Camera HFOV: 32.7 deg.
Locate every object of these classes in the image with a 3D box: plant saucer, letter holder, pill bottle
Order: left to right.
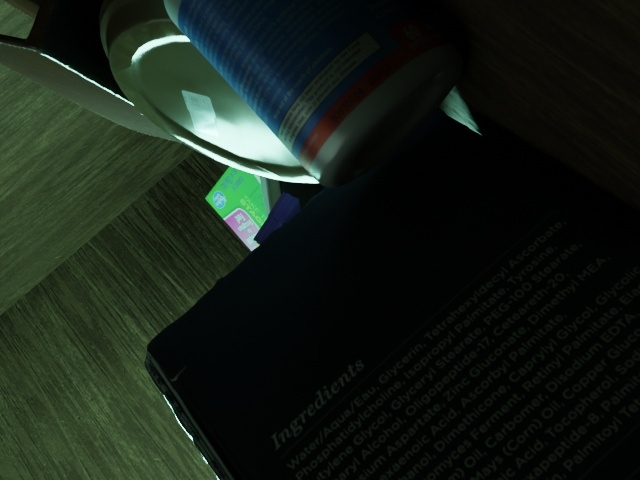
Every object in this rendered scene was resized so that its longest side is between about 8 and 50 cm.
[{"bbox_3d":[-0.238,-0.217,1.071,0.214,0.152,0.302,13,174,26],"label":"letter holder"},{"bbox_3d":[-0.059,-0.124,0.909,0.278,0.041,0.278,17,159,7],"label":"plant saucer"},{"bbox_3d":[-0.023,-0.152,0.707,0.221,0.124,0.124,48,175,9],"label":"pill bottle"}]

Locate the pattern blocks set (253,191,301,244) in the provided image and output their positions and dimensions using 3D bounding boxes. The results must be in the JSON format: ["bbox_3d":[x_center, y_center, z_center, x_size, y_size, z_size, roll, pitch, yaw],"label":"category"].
[{"bbox_3d":[0.036,0.058,0.906,0.026,0.285,0.325,29,159,37],"label":"pattern blocks set"}]

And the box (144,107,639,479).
[{"bbox_3d":[0.193,0.233,0.746,0.472,0.297,0.480,41,171,48],"label":"box"}]

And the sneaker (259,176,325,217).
[{"bbox_3d":[0.004,-0.066,1.316,0.104,0.147,0.296,124,136,-83],"label":"sneaker"}]

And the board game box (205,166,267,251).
[{"bbox_3d":[0.000,0.000,1.482,0.316,0.064,0.242,49,151,1],"label":"board game box"}]
